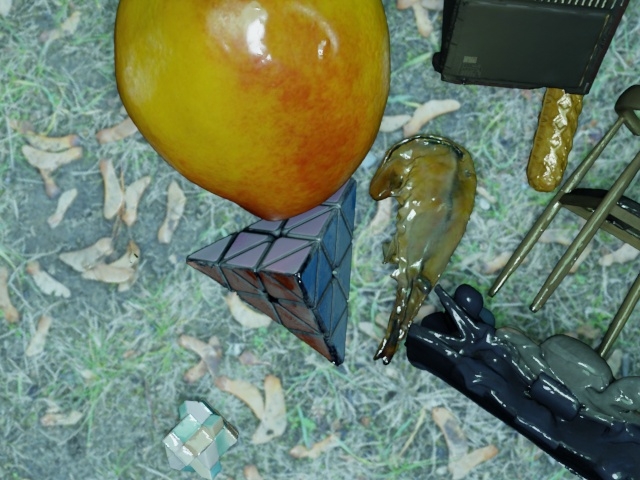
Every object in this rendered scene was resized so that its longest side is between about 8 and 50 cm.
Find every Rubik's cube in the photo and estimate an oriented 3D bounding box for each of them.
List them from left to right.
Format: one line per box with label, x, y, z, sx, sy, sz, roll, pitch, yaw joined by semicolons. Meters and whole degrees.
Rubik's cube;-0.135;0.222;1.807;0.075;0.073;0.084;28;90;-2
Rubik's cube;0.000;0.000;1.775;0.211;0.190;0.178;34;74;-7

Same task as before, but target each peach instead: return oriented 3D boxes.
peach;-0.058;-0.179;1.693;0.289;0.289;0.308;-18;87;-1

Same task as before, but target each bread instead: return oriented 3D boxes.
bread;0.262;-0.130;1.812;0.044;0.052;0.157;13;92;-6

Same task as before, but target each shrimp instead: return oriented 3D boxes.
shrimp;0.090;0.007;1.811;0.117;0.066;0.262;22;78;16

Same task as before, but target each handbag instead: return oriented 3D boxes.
handbag;0.242;0.162;1.696;0.325;0.269;0.118;33;85;7

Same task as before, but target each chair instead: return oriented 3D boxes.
chair;0.334;-0.010;1.751;0.166;0.188;0.272;30;89;-11

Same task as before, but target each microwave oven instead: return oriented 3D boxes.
microwave oven;0.217;-0.286;1.696;0.178;0.247;0.188;3;70;-2
